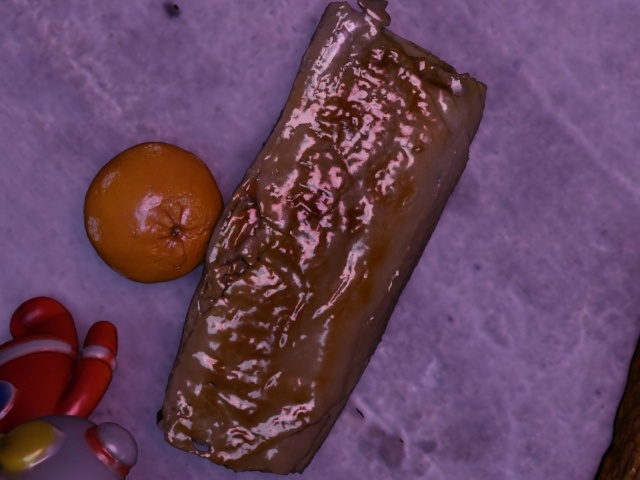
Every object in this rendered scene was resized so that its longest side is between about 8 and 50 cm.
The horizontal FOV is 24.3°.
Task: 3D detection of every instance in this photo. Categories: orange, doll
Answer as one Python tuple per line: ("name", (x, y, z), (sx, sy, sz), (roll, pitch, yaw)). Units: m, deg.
("orange", (-0.098, -0.016, 0.869), (0.083, 0.070, 0.083), (-7, 113, -17))
("doll", (-0.160, 0.118, 0.806), (0.142, 0.245, 0.076), (-39, 118, 6))

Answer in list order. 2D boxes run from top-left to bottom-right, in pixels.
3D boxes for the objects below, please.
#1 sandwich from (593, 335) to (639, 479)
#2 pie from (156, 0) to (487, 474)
("sandwich", (0.281, 0.155, 0.871), (0.249, 0.095, 0.273), (18, 94, -4))
("pie", (0.000, 0.000, 0.870), (0.128, 0.068, 0.282), (24, 93, -19))
